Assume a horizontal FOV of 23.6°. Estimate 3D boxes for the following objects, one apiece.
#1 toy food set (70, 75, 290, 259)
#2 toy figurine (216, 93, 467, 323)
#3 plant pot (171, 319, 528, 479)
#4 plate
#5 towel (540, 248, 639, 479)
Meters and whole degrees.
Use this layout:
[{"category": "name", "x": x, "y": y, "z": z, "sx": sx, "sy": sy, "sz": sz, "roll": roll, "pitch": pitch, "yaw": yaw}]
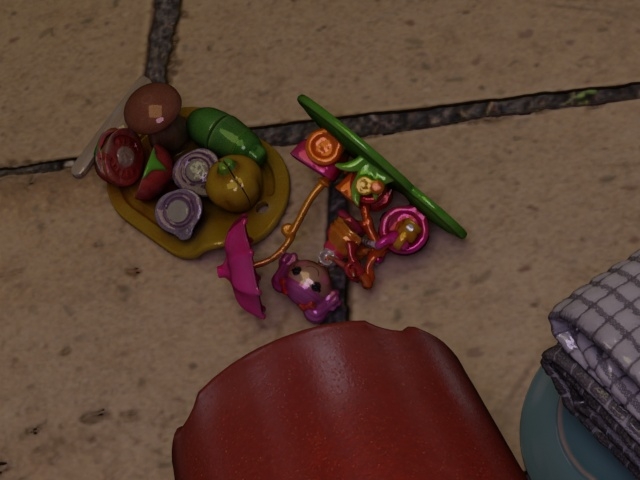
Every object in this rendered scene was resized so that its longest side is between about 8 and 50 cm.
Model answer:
[{"category": "toy food set", "x": -0.127, "y": -0.073, "z": 1.295, "sx": 0.218, "sy": 0.071, "sz": 0.128, "roll": 32, "pitch": 73, "yaw": 31}, {"category": "toy figurine", "x": 0.000, "y": 0.000, "z": 1.207, "sx": 0.173, "sy": 0.130, "sz": 0.159, "roll": 40, "pitch": 90, "yaw": 8}, {"category": "plant pot", "x": 0.034, "y": 0.208, "z": 0.915, "sx": 0.272, "sy": 0.272, "sz": 0.265, "roll": -24, "pitch": 49, "yaw": 2}, {"category": "plate", "x": 0.233, "y": 0.127, "z": 1.087, "sx": 0.188, "sy": 0.024, "sz": 0.188, "roll": -8, "pitch": 58, "yaw": 13}, {"category": "towel", "x": 0.317, "y": 0.105, "z": 0.999, "sx": 0.235, "sy": 0.121, "sz": 0.284, "roll": -28, "pitch": 56, "yaw": -20}]
